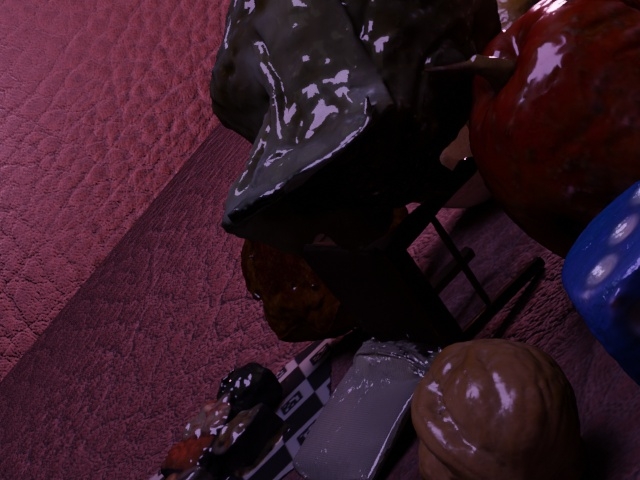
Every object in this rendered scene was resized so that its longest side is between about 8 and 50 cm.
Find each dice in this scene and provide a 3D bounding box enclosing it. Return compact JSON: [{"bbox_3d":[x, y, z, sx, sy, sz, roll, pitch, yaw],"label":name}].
[{"bbox_3d":[0.281,0.036,1.330,0.146,0.143,0.146,-45,14,12],"label":"dice"}]

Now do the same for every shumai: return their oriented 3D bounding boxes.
[{"bbox_3d":[0.016,-0.151,1.618,0.330,0.292,0.288,-63,-8,30],"label":"shumai"}]

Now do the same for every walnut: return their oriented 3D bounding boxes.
[{"bbox_3d":[0.143,0.155,1.385,0.166,0.149,0.166,-169,90,-71],"label":"walnut"}]

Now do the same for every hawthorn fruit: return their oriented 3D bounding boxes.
[{"bbox_3d":[0.263,-0.103,1.562,0.258,0.261,0.258,-29,8,5],"label":"hawthorn fruit"}]

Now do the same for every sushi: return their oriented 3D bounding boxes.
[{"bbox_3d":[-0.131,0.241,2.047,0.339,0.069,0.320,-40,14,16],"label":"sushi"}]

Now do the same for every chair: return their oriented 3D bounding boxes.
[{"bbox_3d":[0.060,0.078,1.752,0.319,0.186,0.160,-47,26,-21],"label":"chair"}]

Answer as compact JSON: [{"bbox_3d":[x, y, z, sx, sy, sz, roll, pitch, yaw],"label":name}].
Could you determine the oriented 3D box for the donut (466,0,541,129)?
[{"bbox_3d":[0.241,-0.186,1.827,0.261,0.208,0.128,-12,-15,-47],"label":"donut"}]

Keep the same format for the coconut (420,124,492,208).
[{"bbox_3d":[0.160,-0.148,2.094,0.237,0.197,0.237,-45,11,11],"label":"coconut"}]

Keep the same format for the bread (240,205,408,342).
[{"bbox_3d":[0.000,0.013,2.059,0.246,0.135,0.232,-49,47,40],"label":"bread"}]
